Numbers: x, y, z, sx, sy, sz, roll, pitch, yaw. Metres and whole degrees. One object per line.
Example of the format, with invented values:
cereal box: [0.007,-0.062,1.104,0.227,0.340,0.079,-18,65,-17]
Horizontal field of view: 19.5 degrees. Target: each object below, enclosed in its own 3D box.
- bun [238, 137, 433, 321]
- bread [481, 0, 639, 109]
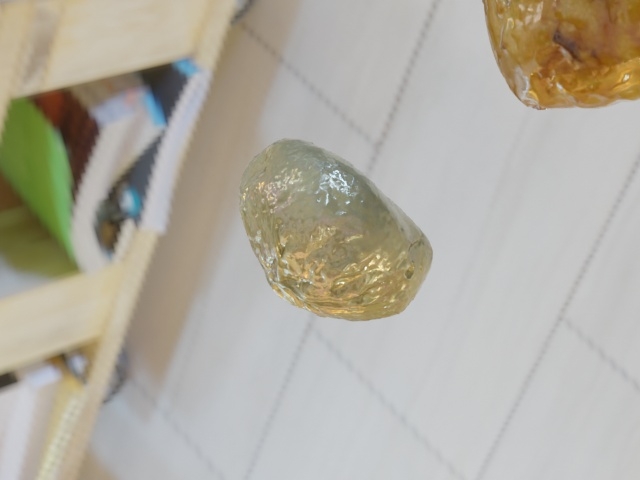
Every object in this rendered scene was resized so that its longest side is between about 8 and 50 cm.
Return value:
bun: [0.000,0.000,0.973,0.115,0.069,0.115,35,167,9]
bread: [0.112,-0.152,0.663,0.114,0.083,0.211,-7,83,38]
